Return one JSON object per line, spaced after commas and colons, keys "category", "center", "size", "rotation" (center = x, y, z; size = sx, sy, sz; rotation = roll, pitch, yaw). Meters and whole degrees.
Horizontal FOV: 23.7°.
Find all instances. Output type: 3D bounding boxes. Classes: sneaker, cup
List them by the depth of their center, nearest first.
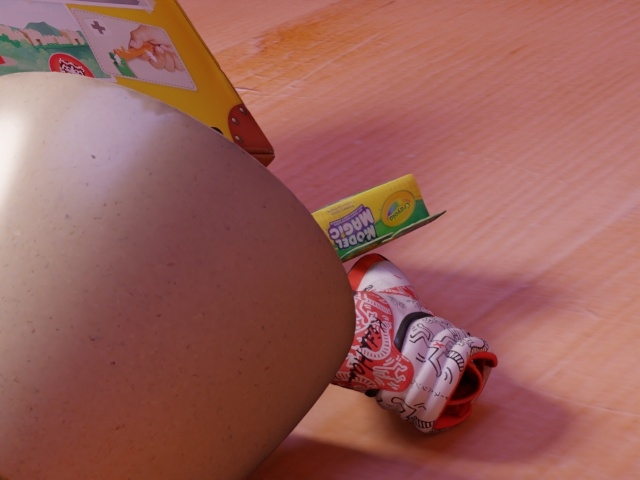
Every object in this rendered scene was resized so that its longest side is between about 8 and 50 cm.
{"category": "cup", "center": [-0.172, 0.090, 1.018], "size": [0.331, 0.331, 0.237], "rotation": [6, 50, 28]}
{"category": "sneaker", "center": [0.068, 0.085, 1.226], "size": [0.145, 0.090, 0.270], "rotation": [28, 8, 9]}

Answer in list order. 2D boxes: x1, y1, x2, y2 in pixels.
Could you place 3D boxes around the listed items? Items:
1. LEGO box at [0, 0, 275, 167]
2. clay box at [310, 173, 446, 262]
{"category": "LEGO box", "center": [-0.333, -0.159, 1.336], "size": [0.500, 0.193, 0.372], "rotation": [-3, 55, -54]}
{"category": "clay box", "center": [0.000, 0.000, 1.359], "size": [0.127, 0.053, 0.222], "rotation": [-23, -1, -37]}
